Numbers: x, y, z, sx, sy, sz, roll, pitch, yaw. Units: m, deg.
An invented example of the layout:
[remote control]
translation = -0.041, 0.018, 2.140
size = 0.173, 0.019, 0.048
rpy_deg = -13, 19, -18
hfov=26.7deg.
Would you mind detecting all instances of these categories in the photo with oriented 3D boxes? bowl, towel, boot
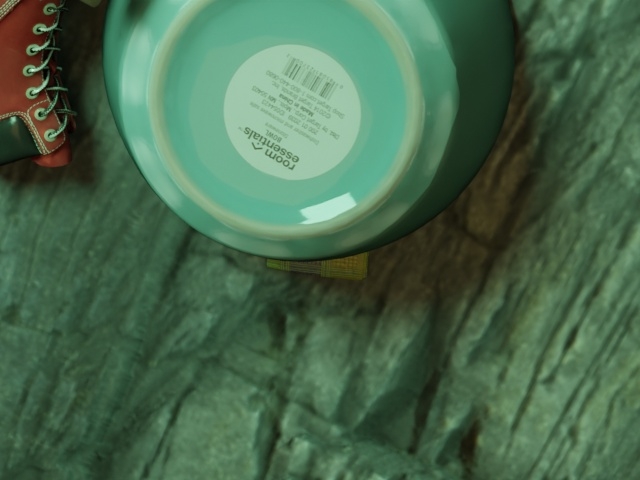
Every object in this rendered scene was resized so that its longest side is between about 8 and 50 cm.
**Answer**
[bowl]
translation = -0.017, -0.111, 0.933
size = 0.312, 0.163, 0.311
rpy_deg = 2, 107, 5
[towel]
translation = 0.000, 0.000, 1.059
size = 0.083, 0.009, 0.060
rpy_deg = 5, 111, 3
[boot]
translation = -0.194, -0.152, 0.973
size = 0.244, 0.088, 0.176
rpy_deg = -27, 107, 27

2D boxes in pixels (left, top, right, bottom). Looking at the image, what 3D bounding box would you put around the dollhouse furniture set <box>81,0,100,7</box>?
[dollhouse furniture set]
translation = -0.169, -0.302, 0.859
size = 0.262, 0.135, 0.259
rpy_deg = 40, 99, 32
